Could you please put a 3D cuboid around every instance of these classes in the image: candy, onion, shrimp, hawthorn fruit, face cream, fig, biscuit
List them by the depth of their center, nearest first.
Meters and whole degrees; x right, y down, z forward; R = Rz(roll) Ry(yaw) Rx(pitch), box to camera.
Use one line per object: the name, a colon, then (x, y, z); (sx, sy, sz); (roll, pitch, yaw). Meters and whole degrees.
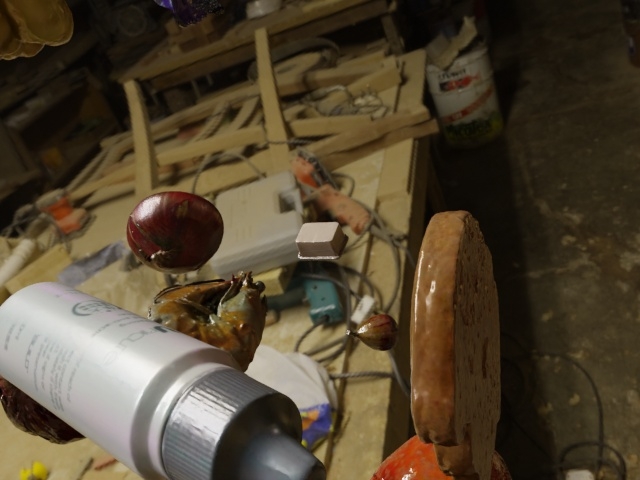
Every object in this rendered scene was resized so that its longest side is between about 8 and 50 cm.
face cream: (-0.118, 0.100, 0.417); (0.311, 0.092, 0.092); (12, 46, 42)
biscuit: (0.200, 0.149, 0.872); (0.078, 0.455, 0.349); (2, 57, 25)
shrimp: (-0.142, 0.097, 0.873); (0.062, 0.154, 0.294); (-58, 1, 17)
candy: (-0.268, -0.417, 0.913); (0.070, 0.275, 0.145); (-42, 14, 30)
hawthorn fruit: (0.242, 0.463, 1.161); (0.276, 0.276, 0.307); (13, 52, 47)
onion: (-0.546, 0.283, 1.305); (0.221, 0.281, 0.281); (-52, 30, 7)
fig: (0.114, 0.211, 1.427); (0.125, 0.088, 0.089); (1, 27, -14)
onion: (-0.357, -0.011, 1.545); (0.248, 0.248, 0.161); (-22, 61, 4)

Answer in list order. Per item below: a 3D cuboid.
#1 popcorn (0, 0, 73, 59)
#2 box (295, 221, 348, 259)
popcorn: (-0.456, -0.288, 0.694); (0.297, 0.281, 0.316); (-15, 57, -34)
box: (0.000, 0.000, 1.572); (0.122, 0.062, 0.089); (-2, 42, 26)
